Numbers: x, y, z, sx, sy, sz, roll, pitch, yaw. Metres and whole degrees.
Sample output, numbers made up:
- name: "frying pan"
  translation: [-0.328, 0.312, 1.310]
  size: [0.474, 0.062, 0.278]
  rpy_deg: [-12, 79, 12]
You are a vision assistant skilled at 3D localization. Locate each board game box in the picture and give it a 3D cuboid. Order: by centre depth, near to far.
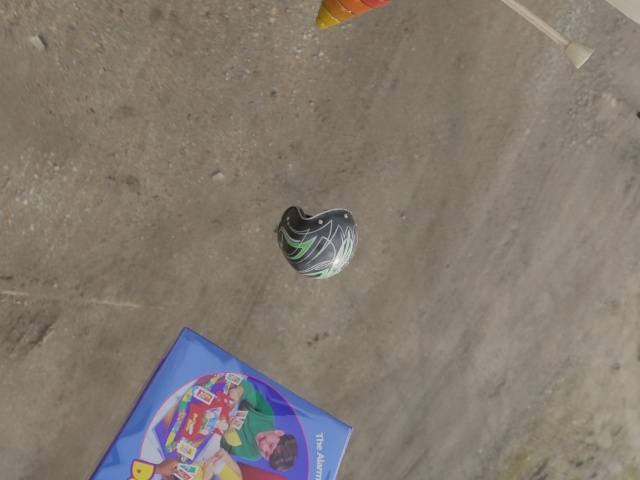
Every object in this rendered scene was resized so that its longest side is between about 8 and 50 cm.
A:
- name: "board game box"
  translation: [-0.132, 0.296, 0.546]
  size: [0.233, 0.078, 0.347]
  rpy_deg: [34, 52, -10]

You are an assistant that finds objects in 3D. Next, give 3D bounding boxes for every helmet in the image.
- name: "helmet"
  translation: [0.000, 0.000, 1.186]
  size: [0.169, 0.161, 0.169]
  rpy_deg: [-21, 124, -34]

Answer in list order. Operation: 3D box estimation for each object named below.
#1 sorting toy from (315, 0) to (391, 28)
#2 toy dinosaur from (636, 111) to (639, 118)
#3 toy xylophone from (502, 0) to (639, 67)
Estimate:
- name: "sorting toy"
  translation: [-0.042, -0.500, 0.912]
  size: [0.126, 0.127, 0.365]
  rpy_deg: [-38, 95, 34]
- name: "toy dinosaur"
  translation: [0.410, -0.147, 0.499]
  size: [0.295, 0.127, 0.200]
  rpy_deg: [-5, 120, -31]
- name: "toy xylophone"
  translation: [0.299, -0.344, 0.607]
  size: [0.323, 0.236, 0.081]
  rpy_deg: [46, 67, 2]
